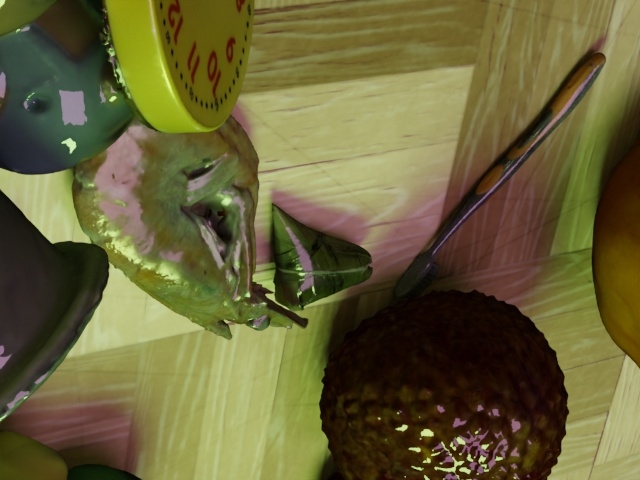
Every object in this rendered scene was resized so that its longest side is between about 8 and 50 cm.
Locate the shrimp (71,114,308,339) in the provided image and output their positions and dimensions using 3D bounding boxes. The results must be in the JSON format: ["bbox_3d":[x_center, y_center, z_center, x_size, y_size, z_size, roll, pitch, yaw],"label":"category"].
[{"bbox_3d":[-0.099,-0.015,1.650,0.168,0.077,0.317,-49,134,-2],"label":"shrimp"}]

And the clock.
[{"bbox_3d":[-0.090,-0.222,1.380,0.071,0.293,0.277,1,139,15],"label":"clock"}]

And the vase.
[{"bbox_3d":[-0.335,-0.011,1.337,0.245,0.245,0.291,-42,113,-5],"label":"vase"}]

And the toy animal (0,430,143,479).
[{"bbox_3d":[-0.261,0.292,1.655,0.338,0.191,0.216,19,102,-43],"label":"toy animal"}]

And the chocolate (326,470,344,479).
[{"bbox_3d":[0.057,0.293,1.963,0.133,0.127,0.124,54,48,-18],"label":"chocolate"}]

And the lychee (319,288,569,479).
[{"bbox_3d":[0.129,0.174,1.845,0.260,0.260,0.261,-20,131,-26],"label":"lychee"}]

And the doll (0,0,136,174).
[{"bbox_3d":[-0.227,-0.185,1.352,0.177,0.161,0.261,-47,134,-28],"label":"doll"}]

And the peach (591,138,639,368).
[{"bbox_3d":[0.439,0.014,1.928,0.342,0.302,0.343,-12,129,-15],"label":"peach"}]

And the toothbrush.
[{"bbox_3d":[0.182,-0.064,1.869,0.321,0.023,0.031,-51,144,6],"label":"toothbrush"}]

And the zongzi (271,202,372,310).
[{"bbox_3d":[0.000,0.000,1.761,0.104,0.052,0.113,-24,120,-33],"label":"zongzi"}]
